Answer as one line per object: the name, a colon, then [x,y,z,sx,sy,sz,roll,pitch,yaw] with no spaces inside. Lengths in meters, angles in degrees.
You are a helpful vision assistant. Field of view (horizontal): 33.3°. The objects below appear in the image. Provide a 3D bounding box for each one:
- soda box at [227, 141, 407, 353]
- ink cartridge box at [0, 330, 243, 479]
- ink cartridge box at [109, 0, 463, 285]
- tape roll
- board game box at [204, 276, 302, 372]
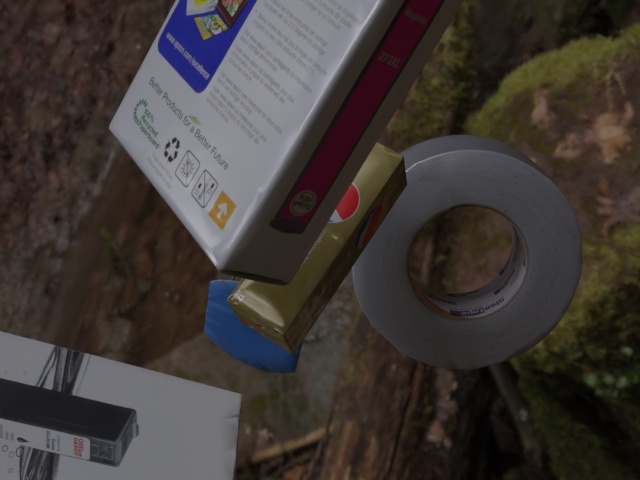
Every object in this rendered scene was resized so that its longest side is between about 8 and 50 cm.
soda box: [0.000,0.000,0.888,0.181,0.058,0.061,-56,-17,-14]
ink cartridge box: [-0.206,0.152,0.667,0.197,0.272,0.114,126,156,-48]
ink cartridge box: [0.008,-0.172,0.633,0.176,0.069,0.371,48,115,42]
tape roll: [0.137,0.011,1.034,0.219,0.219,0.072,-63,9,14]
board game box: [-0.079,0.101,1.360,0.169,0.133,0.033,104,-166,-51]
